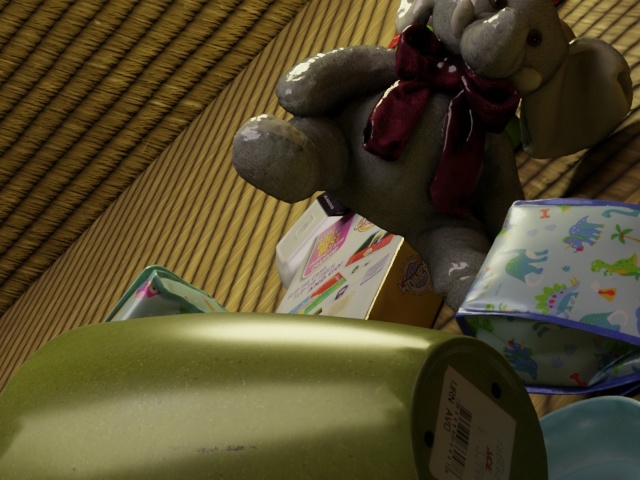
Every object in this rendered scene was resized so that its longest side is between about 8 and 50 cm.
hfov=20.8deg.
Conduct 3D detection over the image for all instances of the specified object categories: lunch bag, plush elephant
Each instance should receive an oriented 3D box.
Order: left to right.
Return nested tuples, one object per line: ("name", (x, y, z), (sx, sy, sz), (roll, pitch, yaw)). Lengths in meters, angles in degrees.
("lunch bag", (-0.200, 0.152, 2.030), (0.223, 0.160, 0.262), (-53, 2, 1))
("plush elephant", (0.118, -0.125, 1.490), (0.255, 0.271, 0.330), (-56, 2, 18))
("lunch bag", (0.190, 0.040, 1.206), (0.151, 0.096, 0.129), (-2, 41, 32))

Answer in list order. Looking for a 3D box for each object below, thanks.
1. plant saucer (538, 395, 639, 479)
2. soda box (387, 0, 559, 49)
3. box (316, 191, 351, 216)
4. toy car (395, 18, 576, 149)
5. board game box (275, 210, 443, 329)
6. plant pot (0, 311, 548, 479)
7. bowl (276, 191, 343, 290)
("plant saucer", (0.107, 0.232, 1.054), (0.317, 0.043, 0.317), (-46, 14, 15))
("soda box", (0.194, -0.281, 2.095), (0.263, 0.083, 0.092), (-34, 19, 50))
("box", (0.081, -0.076, 1.850), (0.162, 0.029, 0.116), (-31, -6, 14))
("toy car", (0.192, -0.165, 1.678), (0.149, 0.155, 0.188), (-52, 26, -9))
("board game box", (0.033, 0.064, 1.704), (0.242, 0.064, 0.316), (-37, 18, 44))
("plant pot", (-0.017, 0.156, 1.090), (0.293, 0.275, 0.275), (-17, 31, 39))
("bowl", (0.000, 0.000, 2.019), (0.142, 0.053, 0.142), (-49, 15, 6))
